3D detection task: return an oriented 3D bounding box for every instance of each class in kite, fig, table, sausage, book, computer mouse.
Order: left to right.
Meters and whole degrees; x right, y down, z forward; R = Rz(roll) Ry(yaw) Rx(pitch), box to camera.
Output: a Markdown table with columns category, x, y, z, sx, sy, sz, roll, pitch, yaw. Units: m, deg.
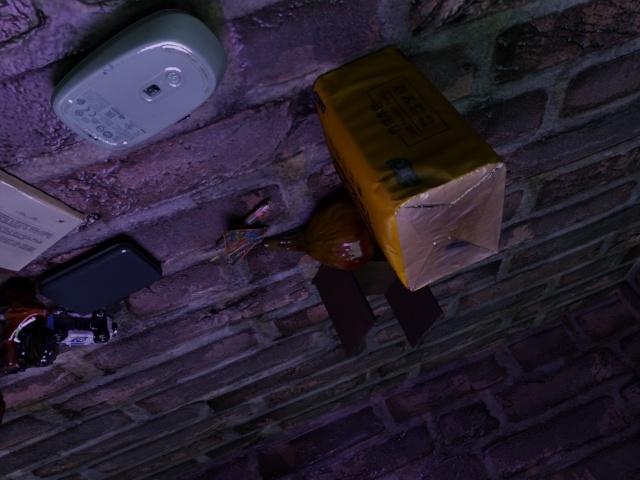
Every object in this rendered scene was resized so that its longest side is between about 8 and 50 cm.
| category | x | y | z | sx | sy | sz | roll | pitch | yaw |
| --- | --- | --- | --- | --- | --- | --- | --- | --- | --- |
| book | -0.643 | -0.008 | 0.935 | 0.289 | 0.026 | 0.201 | -33 | 144 | 11 |
| computer mouse | -0.288 | -0.258 | 0.772 | 0.289 | 0.097 | 0.159 | -24 | 147 | 18 |
| kite | -0.204 | 0.006 | 1.185 | 0.183 | 0.014 | 0.241 | -31 | 165 | -11 |
| sausage | -0.189 | -0.036 | 1.165 | 0.198 | 0.025 | 0.028 | -40 | 150 | 20 |
| fig | 0.013 | -0.020 | 1.238 | 0.290 | 0.190 | 0.191 | -1 | 157 | 32 |
| table | 0.159 | 0.164 | 1.400 | 0.251 | 0.282 | 0.196 | 0 | 137 | -31 |

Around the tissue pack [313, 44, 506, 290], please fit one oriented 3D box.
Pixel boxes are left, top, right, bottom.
| category | x | y | z | sx | sy | sz | roll | pitch | yaw |
| --- | --- | --- | --- | --- | --- | --- | --- | --- | --- |
| tissue pack | 0.163 | -0.140 | 0.940 | 0.228 | 0.381 | 0.293 | -26 | 144 | -2 |

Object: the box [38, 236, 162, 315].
| category | x | y | z | sx | sy | sz | roll | pitch | yaw |
| --- | --- | --- | --- | --- | --- | --- | --- | --- | --- |
| box | -0.506 | 0.086 | 1.114 | 0.230 | 0.050 | 0.160 | -26 | 145 | 2 |

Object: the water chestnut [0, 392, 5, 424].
| category | x | y | z | sx | sy | sz | roll | pitch | yaw |
| --- | --- | --- | --- | --- | --- | --- | --- | --- | --- |
| water chestnut | -0.937 | 0.426 | 1.116 | 0.350 | 0.302 | 0.350 | -31 | 180 | 0 |

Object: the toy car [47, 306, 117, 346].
| category | x | y | z | sx | sy | sz | roll | pitch | yaw |
| --- | --- | --- | --- | --- | --- | --- | --- | --- | --- |
| toy car | -0.599 | 0.222 | 1.206 | 0.171 | 0.080 | 0.070 | 12 | 132 | -41 |

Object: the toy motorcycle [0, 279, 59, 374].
| category | x | y | z | sx | sy | sz | roll | pitch | yaw |
| --- | --- | --- | --- | --- | --- | --- | --- | --- | --- |
| toy motorcycle | -0.725 | 0.215 | 1.064 | 0.401 | 0.207 | 0.134 | -22 | 161 | 25 |
